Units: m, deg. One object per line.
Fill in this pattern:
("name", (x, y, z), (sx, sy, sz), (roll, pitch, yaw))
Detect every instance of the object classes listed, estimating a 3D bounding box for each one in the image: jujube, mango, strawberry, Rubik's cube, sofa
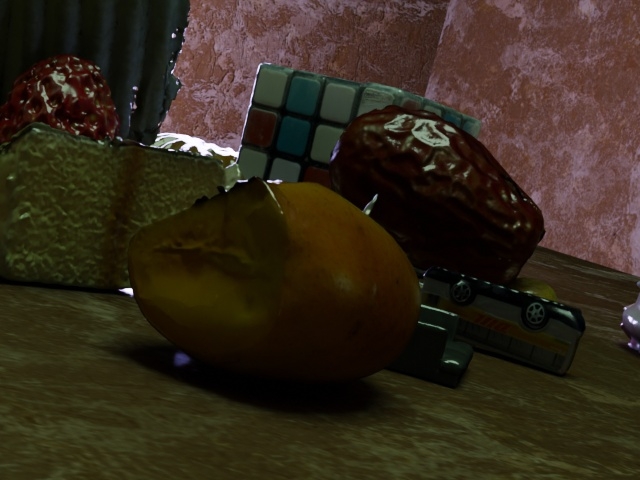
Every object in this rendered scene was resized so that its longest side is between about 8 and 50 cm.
("jujube", (0.150, -0.058, 1.894), (0.290, 0.197, 0.197), (33, 6, 5))
("mango", (0.271, 0.081, 1.916), (0.079, 0.057, 0.114), (19, 13, 8))
("strawberry", (-0.385, -0.181, 2.146), (0.234, 0.178, 0.234), (8, -6, 1))
("mango", (-0.012, 0.038, 1.065), (0.187, 0.138, 0.257), (-4, -10, 33))
("Rubik's cube", (0.048, -0.103, 2.150), (0.253, 0.256, 0.259), (18, 6, 35))
("sofa", (0.095, 0.083, 1.295), (0.085, 0.060, 0.147), (16, 5, 10))

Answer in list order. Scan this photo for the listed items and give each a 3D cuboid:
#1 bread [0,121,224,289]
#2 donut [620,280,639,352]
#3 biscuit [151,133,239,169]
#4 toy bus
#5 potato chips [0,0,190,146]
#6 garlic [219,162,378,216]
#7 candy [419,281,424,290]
("bread", (-0.229, -0.041, 1.287), (0.178, 0.135, 0.240), (19, 8, 40))
("donut", (0.580, 0.118, 1.900), (0.383, 0.142, 0.382), (13, 5, -1))
("biscuit", (-0.189, -0.117, 2.589), (0.326, 0.107, 0.326), (13, 8, -2))
("toy bus", (0.184, 0.082, 1.507), (0.172, 0.072, 0.057), (18, 7, 15))
("potato chips", (-0.378, -0.288, 2.204), (0.359, 0.429, 0.070), (1, 35, -18))
("garlic", (-0.025, -0.002, 1.499), (0.198, 0.128, 0.090), (9, -9, -28))
("candy", (0.142, 0.078, 1.667), (0.136, 0.038, 0.088), (25, -4, 29))
